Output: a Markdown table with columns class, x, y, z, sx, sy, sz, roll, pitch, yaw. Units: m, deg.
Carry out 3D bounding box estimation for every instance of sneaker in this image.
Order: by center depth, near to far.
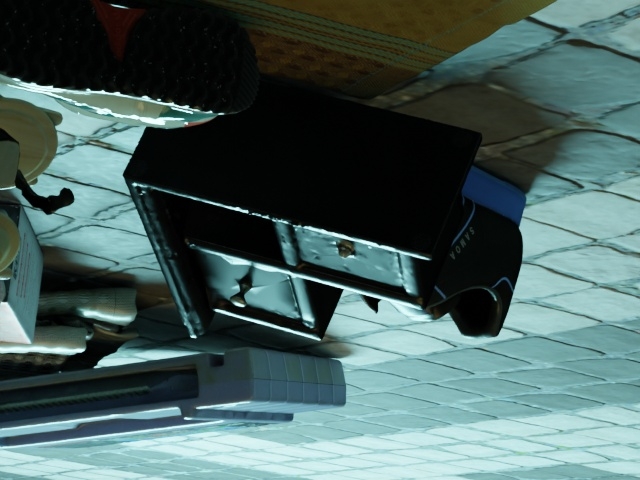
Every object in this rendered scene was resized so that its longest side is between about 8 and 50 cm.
| class | x | y | z | sx | sy | sz | roll | pitch | yaw |
| --- | --- | --- | --- | --- | --- | --- | --- | --- | --- |
| sneaker | -0.110 | -0.076 | 0.726 | 0.161 | 0.057 | 0.075 | 12 | 161 | -32 |
| sneaker | 0.035 | -0.008 | 0.985 | 0.232 | 0.090 | 0.081 | 19 | 161 | -41 |

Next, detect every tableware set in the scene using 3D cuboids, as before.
| class | x | y | z | sx | sy | sz | roll | pitch | yaw |
| --- | --- | --- | --- | --- | --- | --- | --- | --- | --- |
| tableware set | -0.228 | -0.026 | 0.989 | 0.141 | 0.020 | 0.169 | 4 | 130 | -21 |

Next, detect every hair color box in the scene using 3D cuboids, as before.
| class | x | y | z | sx | sy | sz | roll | pitch | yaw |
| --- | --- | --- | --- | --- | --- | --- | --- | --- | --- |
| hair color box | -0.229 | 0.025 | 1.243 | 0.043 | 0.072 | 0.141 | 6 | 164 | -2 |

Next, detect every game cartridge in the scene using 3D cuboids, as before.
| class | x | y | z | sx | sy | sz | roll | pitch | yaw |
| --- | --- | --- | --- | --- | --- | --- | --- | --- | --- |
| game cartridge | -0.176 | 0.149 | 1.568 | 0.355 | 0.068 | 0.230 | -9 | 166 | 20 |

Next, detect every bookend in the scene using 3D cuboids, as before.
| class | x | y | z | sx | sy | sz | roll | pitch | yaw |
| --- | --- | --- | --- | --- | --- | --- | --- | --- | --- |
| bookend | 0.000 | 0.000 | 0.874 | 0.156 | 0.072 | 0.157 | 15 | 152 | 17 |

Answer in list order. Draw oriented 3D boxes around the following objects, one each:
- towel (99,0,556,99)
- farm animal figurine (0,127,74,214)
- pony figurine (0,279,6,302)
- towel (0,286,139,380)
| class | x | y | z | sx | sy | sz | roll | pitch | yaw |
| --- | --- | --- | --- | --- | --- | --- | --- | --- | --- |
| towel | -0.014 | -0.137 | 0.632 | 0.271 | 0.040 | 0.370 | 13 | 165 | -23 |
| farm animal figurine | -0.245 | -0.052 | 0.584 | 0.326 | 0.330 | 0.172 | 16 | -162 | -45 |
| pony figurine | -0.426 | 0.046 | 1.104 | 0.351 | 0.303 | 0.363 | 26 | 172 | -32 |
| towel | -0.325 | 0.099 | 1.467 | 0.324 | 0.056 | 0.312 | -4 | 168 | -17 |
